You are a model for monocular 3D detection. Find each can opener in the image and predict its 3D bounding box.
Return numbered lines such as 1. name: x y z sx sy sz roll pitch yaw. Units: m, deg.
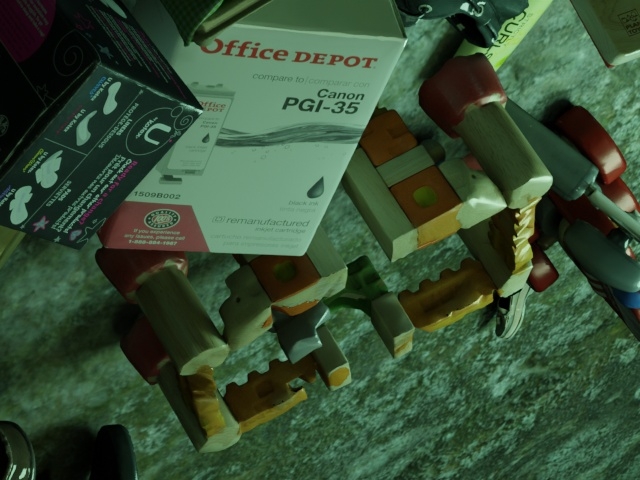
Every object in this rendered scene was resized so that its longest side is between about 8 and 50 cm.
1. can opener: 0.261 -0.054 2.094 0.095 0.283 0.076 -52 180 -2

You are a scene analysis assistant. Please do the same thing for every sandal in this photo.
1. sandal: -0.299 0.392 2.222 0.107 0.167 0.446 1 134 -23

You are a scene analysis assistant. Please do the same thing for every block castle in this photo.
1. block castle: 0.000 0.000 1.966 0.453 0.213 0.303 -27 156 -11

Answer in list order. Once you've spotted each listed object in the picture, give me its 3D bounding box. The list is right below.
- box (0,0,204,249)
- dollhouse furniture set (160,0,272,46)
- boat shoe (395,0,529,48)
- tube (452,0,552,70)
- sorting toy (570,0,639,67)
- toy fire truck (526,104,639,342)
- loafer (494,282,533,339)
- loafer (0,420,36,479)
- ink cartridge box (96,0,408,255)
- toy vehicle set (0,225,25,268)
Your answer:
1. box: -0.237 -0.139 1.479 0.163 0.247 0.142 -47 147 15
2. dollhouse furniture set: -0.039 -0.326 1.490 0.301 0.197 0.151 -33 151 -11
3. boat shoe: 0.096 -0.253 1.804 0.113 0.127 0.340 -60 155 12
4. tube: 0.207 -0.245 2.002 0.070 0.062 0.240 22 128 -18
5. sorting toy: 0.314 -0.305 1.866 0.257 0.255 0.089 -21 166 -25
6. toy fire truck: 0.329 0.003 2.265 0.169 0.254 0.302 -38 150 -2
7. loafer: 0.250 0.077 2.497 0.039 0.045 0.125 2 126 -26
8. loafer: -0.459 0.297 1.936 0.366 0.134 0.130 -33 150 -9
9. ink cartridge box: -0.074 -0.123 1.668 0.207 0.117 0.283 3 137 -23
10. toy vehicle set: -0.294 -0.080 1.706 0.166 0.035 0.267 11 124 -52
